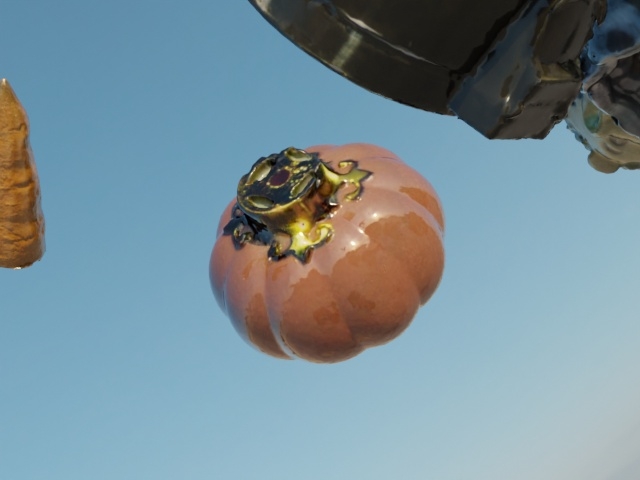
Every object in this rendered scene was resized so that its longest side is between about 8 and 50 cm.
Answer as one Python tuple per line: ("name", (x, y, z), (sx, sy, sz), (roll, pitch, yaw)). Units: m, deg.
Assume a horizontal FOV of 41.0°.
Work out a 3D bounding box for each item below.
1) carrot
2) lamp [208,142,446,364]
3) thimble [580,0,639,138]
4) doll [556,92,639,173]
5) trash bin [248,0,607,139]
("carrot", (-0.315, -0.071, 0.872), (0.072, 0.072, 0.205), (-16, -47, -37))
("lamp", (0.000, 0.000, 1.043), (0.305, 0.305, 0.239), (-36, -48, -4))
("thimble", (0.288, -0.165, 0.572), (0.205, 0.236, 0.172), (23, -103, -32))
("doll", (0.410, -0.205, 0.920), (0.247, 0.247, 0.349), (-13, -16, -41))
("trash bin", (0.101, -0.234, 0.415), (0.203, 0.252, 0.301), (-6, -38, -39))
